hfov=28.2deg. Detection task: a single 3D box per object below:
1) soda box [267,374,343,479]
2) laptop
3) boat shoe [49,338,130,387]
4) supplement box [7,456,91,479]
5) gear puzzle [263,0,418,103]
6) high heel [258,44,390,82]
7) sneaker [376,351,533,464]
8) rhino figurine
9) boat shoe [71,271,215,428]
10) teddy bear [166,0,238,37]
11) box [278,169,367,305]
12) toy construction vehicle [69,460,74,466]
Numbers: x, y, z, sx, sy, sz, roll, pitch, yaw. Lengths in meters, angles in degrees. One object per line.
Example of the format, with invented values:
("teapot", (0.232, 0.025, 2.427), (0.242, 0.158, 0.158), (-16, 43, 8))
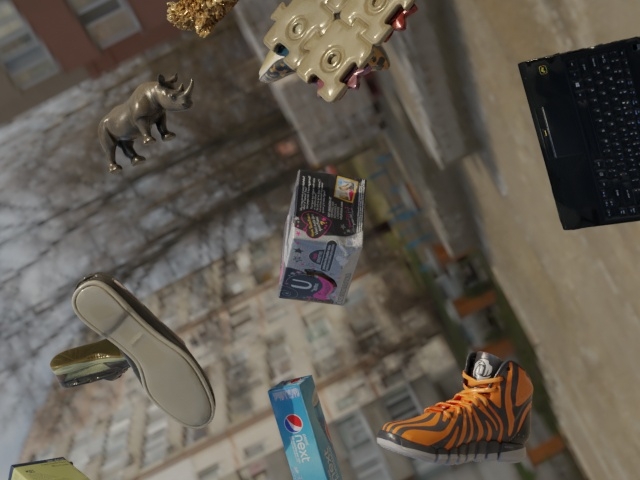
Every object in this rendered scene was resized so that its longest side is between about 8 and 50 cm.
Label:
("soda box", (-0.026, 0.356, 2.313), (0.071, 0.067, 0.210), (-26, -79, -68))
("laptop", (0.361, -0.114, 1.535), (0.136, 0.264, 0.234), (-34, -69, -51))
("boat shoe", (-0.420, 0.241, 2.530), (0.080, 0.223, 0.073), (-99, -4, -59))
("supplement box", (-0.346, 0.325, 1.633), (0.083, 0.056, 0.083), (0, -159, -47))
("gear puzzle", (0.081, -0.315, 1.436), (0.044, 0.339, 0.175), (30, -168, -47))
("high heel", (0.002, -0.321, 2.373), (0.186, 0.093, 0.261), (29, 148, -17))
("sneaker", (0.227, 0.269, 2.104), (0.124, 0.321, 0.180), (13, 95, 48))
("rhino figurine", (-0.304, -0.219, 2.242), (0.073, 0.243, 0.106), (-10, -110, -54))
("boat shoe", (-0.297, 0.183, 2.234), (0.335, 0.112, 0.095), (49, -165, -11))
("teddy bear", (-0.180, -0.474, 2.162), (0.113, 0.245, 0.338), (37, -135, -17))
("box", (0.000, 0.000, 2.508), (0.247, 0.142, 0.163), (104, 172, -59))
("toy construction vehicle", (-0.461, 0.434, 2.208), (0.086, 0.098, 0.035), (49, 173, 43))
